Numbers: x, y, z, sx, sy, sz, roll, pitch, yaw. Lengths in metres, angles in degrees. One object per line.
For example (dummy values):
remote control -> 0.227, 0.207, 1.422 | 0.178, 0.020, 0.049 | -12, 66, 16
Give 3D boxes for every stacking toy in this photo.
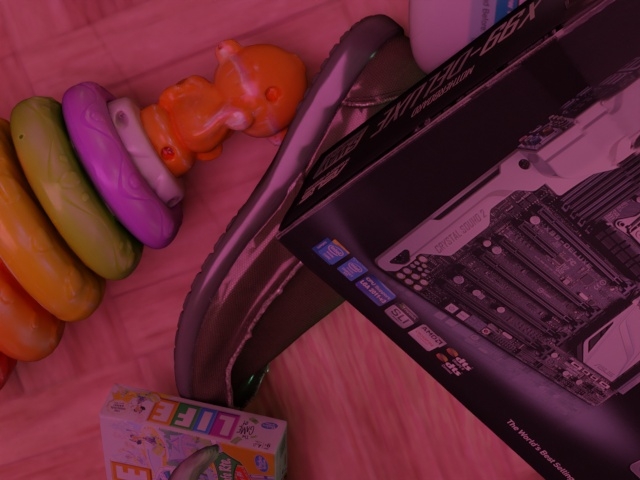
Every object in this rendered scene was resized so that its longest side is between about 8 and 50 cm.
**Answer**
stacking toy -> -0.141, -0.028, 0.810 | 0.301, 0.166, 0.175 | -30, 108, 5

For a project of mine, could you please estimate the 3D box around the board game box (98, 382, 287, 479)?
board game box -> -0.072, 0.155, 0.841 | 0.103, 0.026, 0.154 | 11, 133, 11

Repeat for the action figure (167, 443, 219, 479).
action figure -> -0.041, 0.305, 0.774 | 0.330, 0.178, 0.341 | 54, 132, 6

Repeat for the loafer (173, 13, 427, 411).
loafer -> 0.000, 0.000, 0.799 | 0.087, 0.094, 0.251 | 31, 105, 10

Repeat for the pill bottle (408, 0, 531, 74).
pill bottle -> 0.184, -0.133, 0.707 | 0.264, 0.146, 0.146 | 11, 102, 11

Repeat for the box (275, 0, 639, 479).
box -> 0.171, 0.023, 0.689 | 0.307, 0.076, 0.242 | 43, 132, -15
